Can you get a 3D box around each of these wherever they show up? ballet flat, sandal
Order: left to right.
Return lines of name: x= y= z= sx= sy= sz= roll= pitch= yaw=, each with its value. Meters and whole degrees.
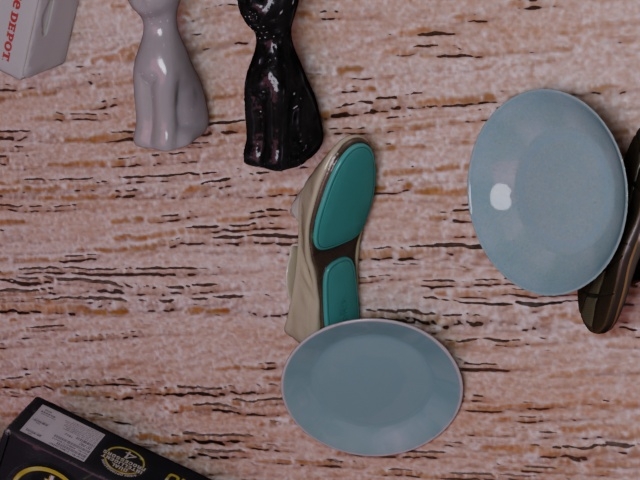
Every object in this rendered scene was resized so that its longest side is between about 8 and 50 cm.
ballet flat: x=0.000 y=0.000 z=1.773 sx=0.086 sy=0.086 sz=0.248 roll=16 pitch=116 yaw=22
sandal: x=0.298 y=-0.009 z=1.622 sx=0.060 sy=0.090 sz=0.219 roll=12 pitch=107 yaw=-15

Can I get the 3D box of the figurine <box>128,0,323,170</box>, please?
figurine: x=-0.106 y=-0.193 z=1.730 sx=0.214 sy=0.092 sz=0.209 roll=10 pitch=120 yaw=24

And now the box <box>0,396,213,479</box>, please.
box: x=-0.207 y=0.397 z=1.976 sx=0.395 sy=0.097 sz=0.318 roll=25 pitch=119 yaw=5

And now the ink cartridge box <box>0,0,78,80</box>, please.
ink cartridge box: x=-0.360 y=-0.282 z=1.845 sx=0.208 sy=0.087 sz=0.153 roll=27 pitch=118 yaw=17

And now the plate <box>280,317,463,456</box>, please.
plate: x=0.053 y=0.147 z=1.793 sx=0.188 sy=0.024 sz=0.188 roll=1 pitch=127 yaw=2

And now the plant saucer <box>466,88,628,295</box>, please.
plant saucer: x=0.221 y=-0.046 z=1.637 sx=0.195 sy=0.037 sz=0.195 roll=8 pitch=102 yaw=46
